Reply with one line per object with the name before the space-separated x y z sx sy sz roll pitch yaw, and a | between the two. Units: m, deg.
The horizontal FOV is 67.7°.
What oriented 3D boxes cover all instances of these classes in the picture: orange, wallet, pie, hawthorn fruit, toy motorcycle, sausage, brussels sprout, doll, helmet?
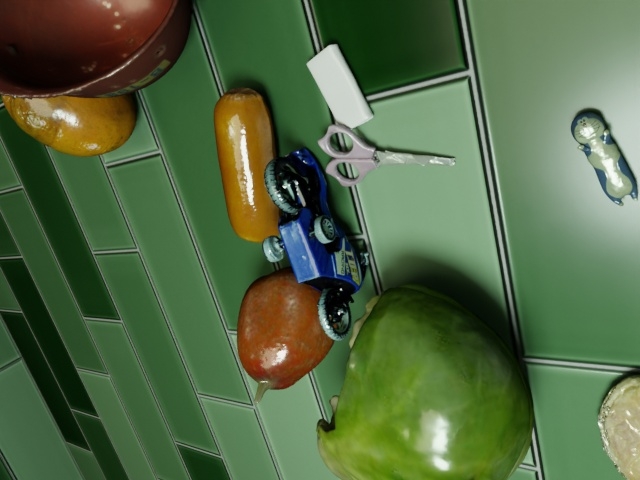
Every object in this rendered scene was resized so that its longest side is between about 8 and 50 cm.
orange | -0.485 -0.266 0.930 0.240 0.240 0.171 44 113 8
wallet | 0.030 -0.229 0.726 0.061 0.025 0.122 -23 99 38
pie | 0.481 0.260 0.642 0.185 0.052 0.218 37 131 12
hawthorn fruit | -0.067 0.173 0.857 0.200 0.251 0.199 11 143 8
toy motorcycle | 0.000 0.000 0.785 0.113 0.169 0.314 -20 91 30
sausage | -0.125 -0.125 0.839 0.105 0.105 0.274 11 119 30
brussels sprout | 0.147 0.257 0.727 0.315 0.276 0.371 38 130 18
doll | 0.342 -0.098 0.574 0.037 0.027 0.125 -29 94 33
helmet | -0.366 -0.366 0.771 0.385 0.230 0.337 -29 87 5

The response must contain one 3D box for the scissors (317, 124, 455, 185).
scissors | 0.097 -0.124 0.728 0.213 0.021 0.110 9 135 27
